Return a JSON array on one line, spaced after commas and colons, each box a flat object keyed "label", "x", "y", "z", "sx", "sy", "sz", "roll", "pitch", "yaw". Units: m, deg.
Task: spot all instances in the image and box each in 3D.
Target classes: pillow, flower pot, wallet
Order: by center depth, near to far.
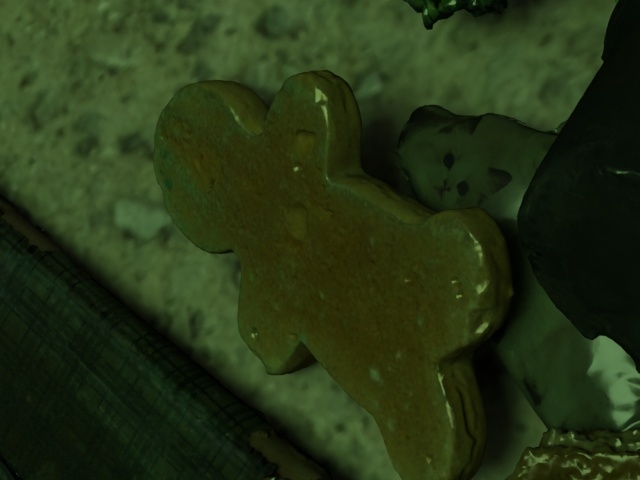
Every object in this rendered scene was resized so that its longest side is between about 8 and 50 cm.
[{"label": "flower pot", "x": 0.147, "y": -0.014, "z": 0.715, "sx": 0.157, "sy": 0.157, "sz": 0.107, "roll": 26, "pitch": 60, "yaw": 30}, {"label": "pillow", "x": 0.113, "y": 0.027, "z": 0.813, "sx": 0.093, "sy": 0.051, "sz": 0.241, "roll": -41, "pitch": 66, "yaw": 27}, {"label": "wallet", "x": -0.137, "y": 0.099, "z": 0.975, "sx": 0.317, "sy": 0.044, "sz": 0.169, "roll": 37, "pitch": 109, "yaw": 29}]

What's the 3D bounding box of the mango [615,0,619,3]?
[{"label": "mango", "x": 0.184, "y": -0.111, "z": 0.747, "sx": 0.178, "sy": 0.100, "sz": 0.119, "roll": 44, "pitch": 150, "yaw": 18}]

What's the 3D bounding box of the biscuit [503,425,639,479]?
[{"label": "biscuit", "x": 0.188, "y": 0.131, "z": 0.744, "sx": 0.237, "sy": 0.026, "sz": 0.131, "roll": 35, "pitch": 106, "yaw": 11}]

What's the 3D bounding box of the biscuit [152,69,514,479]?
[{"label": "biscuit", "x": 0.000, "y": 0.000, "z": 0.872, "sx": 0.234, "sy": 0.030, "sz": 0.153, "roll": 36, "pitch": 126, "yaw": 40}]

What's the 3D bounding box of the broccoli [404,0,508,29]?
[{"label": "broccoli", "x": 0.043, "y": -0.178, "z": 0.811, "sx": 0.160, "sy": 0.167, "sz": 0.154, "roll": 8, "pitch": 65, "yaw": 23}]
